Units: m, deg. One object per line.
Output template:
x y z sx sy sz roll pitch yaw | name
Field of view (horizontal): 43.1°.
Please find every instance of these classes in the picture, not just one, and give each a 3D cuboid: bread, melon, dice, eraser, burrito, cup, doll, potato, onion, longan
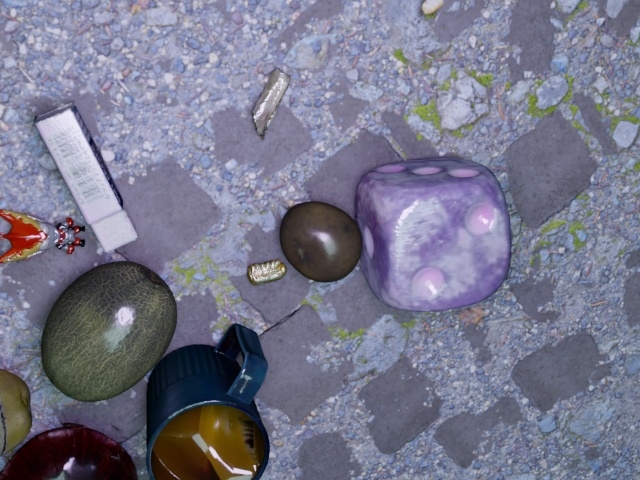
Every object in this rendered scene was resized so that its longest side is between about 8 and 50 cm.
-0.119 0.069 1.790 0.088 0.034 0.049 -16 96 -12 | bread
-0.431 0.185 1.642 0.237 0.237 0.301 37 99 -21 | melon
0.231 -0.018 1.718 0.271 0.270 0.270 -10 109 -11 | dice
-0.459 -0.123 1.596 0.086 0.130 0.287 -26 110 -8 | eraser
-0.107 -0.283 1.673 0.055 0.041 0.149 21 102 -33 | burrito
-0.248 0.349 1.711 0.242 0.292 0.308 0 107 -14 | cup
-0.567 -0.009 1.647 0.169 0.057 0.109 -1 93 -28 | doll
-0.666 0.345 1.702 0.117 0.182 0.202 -15 94 -47 | potato
-0.540 0.551 1.737 0.314 0.232 0.314 1 88 -24 | onion
0.000 0.000 1.726 0.187 0.167 0.167 37 96 -23 | longan
